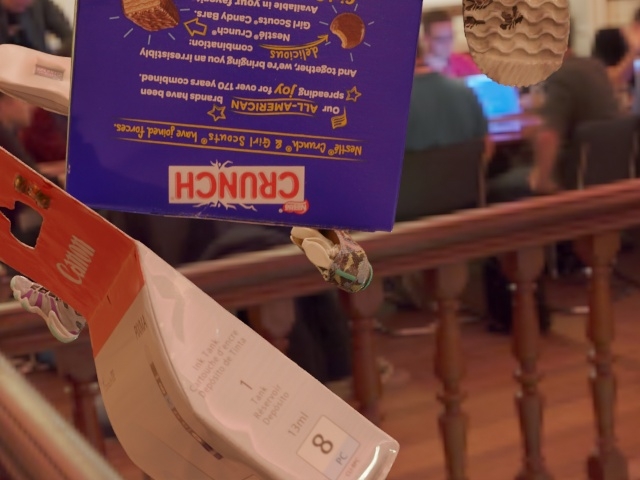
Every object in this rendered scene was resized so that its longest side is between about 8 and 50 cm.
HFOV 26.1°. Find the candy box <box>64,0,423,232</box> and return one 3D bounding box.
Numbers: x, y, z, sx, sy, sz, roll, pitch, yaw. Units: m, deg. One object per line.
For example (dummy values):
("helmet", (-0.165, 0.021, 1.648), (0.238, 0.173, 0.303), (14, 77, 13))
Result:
("candy box", (-0.061, -0.179, 1.099), (0.268, 0.317, 0.122), (5, 14, -7))

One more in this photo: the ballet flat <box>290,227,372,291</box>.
("ballet flat", (0.000, 0.000, 1.678), (0.070, 0.070, 0.188), (-10, 26, -22))

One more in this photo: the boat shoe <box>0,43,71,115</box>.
("boat shoe", (-0.297, -0.173, 1.599), (0.184, 0.066, 0.063), (10, -14, -10))

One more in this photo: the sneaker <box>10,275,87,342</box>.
("sneaker", (-0.297, 0.061, 1.561), (0.069, 0.098, 0.038), (-43, 9, 25))

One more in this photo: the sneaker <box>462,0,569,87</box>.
("sneaker", (0.156, -0.283, 1.116), (0.102, 0.293, 0.146), (5, 21, 3))

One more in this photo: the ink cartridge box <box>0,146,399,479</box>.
("ink cartridge box", (-0.150, 0.106, 1.140), (0.091, 0.385, 0.308), (-54, 4, -21))
